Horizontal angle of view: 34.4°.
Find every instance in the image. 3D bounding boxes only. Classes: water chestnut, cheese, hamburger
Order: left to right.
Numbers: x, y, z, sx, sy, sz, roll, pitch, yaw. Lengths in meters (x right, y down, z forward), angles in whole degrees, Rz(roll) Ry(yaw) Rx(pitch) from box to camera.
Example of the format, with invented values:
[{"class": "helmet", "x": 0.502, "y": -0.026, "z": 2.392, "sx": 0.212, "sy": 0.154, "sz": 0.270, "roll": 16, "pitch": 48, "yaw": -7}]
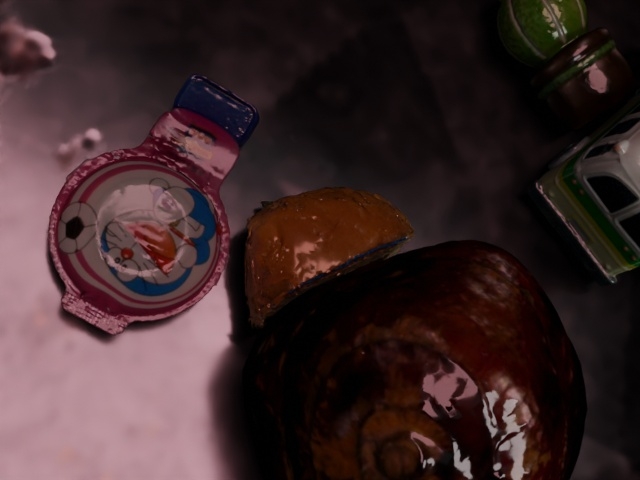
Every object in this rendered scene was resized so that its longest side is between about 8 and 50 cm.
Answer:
[{"class": "cheese", "x": -0.136, "y": -0.034, "z": 0.882, "sx": 0.155, "sy": 0.062, "sz": 0.244, "roll": 31, "pitch": 69, "yaw": -6}, {"class": "hamburger", "x": -0.007, "y": -0.003, "z": 0.901, "sx": 0.176, "sy": 0.087, "sz": 0.102, "roll": -29, "pitch": 88, "yaw": -19}, {"class": "water chestnut", "x": 0.081, "y": 0.142, "z": 0.808, "sx": 0.244, "sy": 0.289, "sz": 0.289, "roll": -5, "pitch": 78, "yaw": -26}]

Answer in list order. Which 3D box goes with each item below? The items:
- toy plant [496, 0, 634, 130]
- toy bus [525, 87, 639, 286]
[{"class": "toy plant", "x": 0.235, "y": -0.194, "z": 1.020, "sx": 0.092, "sy": 0.093, "sz": 0.162, "roll": -32, "pitch": 88, "yaw": -21}, {"class": "toy bus", "x": 0.354, "y": -0.094, "z": 0.994, "sx": 0.276, "sy": 0.164, "sz": 0.134, "roll": -39, "pitch": 92, "yaw": -21}]
